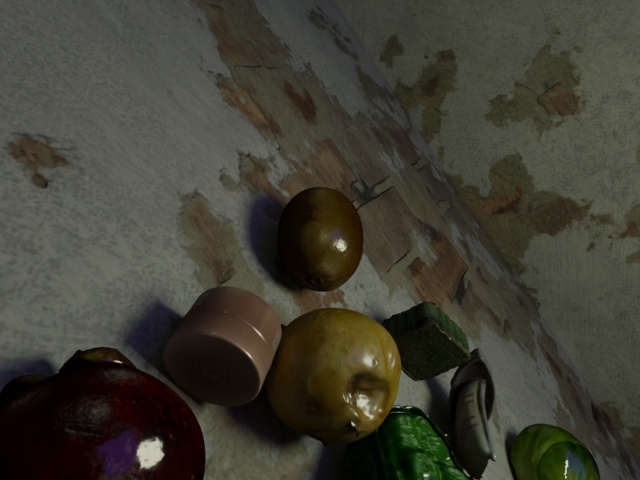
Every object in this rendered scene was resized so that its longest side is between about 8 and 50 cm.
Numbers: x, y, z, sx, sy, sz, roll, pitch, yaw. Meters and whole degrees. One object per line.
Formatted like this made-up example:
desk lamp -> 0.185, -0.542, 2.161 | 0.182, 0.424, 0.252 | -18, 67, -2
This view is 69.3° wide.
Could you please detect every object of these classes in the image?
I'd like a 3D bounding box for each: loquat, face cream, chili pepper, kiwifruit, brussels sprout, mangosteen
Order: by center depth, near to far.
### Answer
mangosteen -> -0.242, 0.210, 0.472 | 0.215, 0.215, 0.257 | 17, 17, -47
face cream -> -0.142, 0.156, 0.689 | 0.149, 0.149, 0.104 | 47, 31, -16
chili pepper -> 0.154, 0.436, 0.724 | 0.213, 0.167, 0.385 | 16, 16, -18
loquat -> 0.016, 0.220, 0.787 | 0.244, 0.244, 0.244 | 35, 36, -32
kiwifruit -> 0.000, 0.000, 0.999 | 0.196, 0.196, 0.234 | 40, 32, -26
brussels sprout -> 0.670, 0.674, 1.321 | 0.219, 0.210, 0.271 | 41, 49, -17

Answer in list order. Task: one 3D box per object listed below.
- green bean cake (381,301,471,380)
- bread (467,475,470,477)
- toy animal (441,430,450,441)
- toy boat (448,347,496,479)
green bean cake -> 0.256, 0.248, 1.149 | 0.181, 0.173, 0.094 | 41, 35, -21
bread -> 0.313, 0.592, 1.008 | 0.128, 0.069, 0.140 | 2, 59, -53
toy animal -> 0.207, 0.445, 0.970 | 0.225, 0.094, 0.121 | 41, 35, -26
toy boat -> 0.365, 0.443, 1.126 | 0.293, 0.111, 0.276 | -66, 158, -46
